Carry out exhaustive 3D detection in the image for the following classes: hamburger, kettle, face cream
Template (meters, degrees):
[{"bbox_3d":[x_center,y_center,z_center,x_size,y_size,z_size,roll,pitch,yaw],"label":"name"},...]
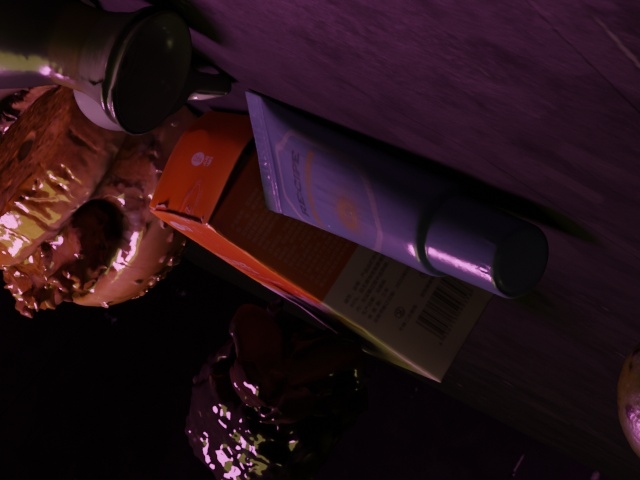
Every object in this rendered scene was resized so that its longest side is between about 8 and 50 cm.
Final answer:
[{"bbox_3d":[-0.300,-0.033,2.245,0.268,0.287,0.445,27,163,-20],"label":"hamburger"},{"bbox_3d":[-0.179,-0.156,1.802,0.127,0.098,0.148,39,168,-17],"label":"kettle"},{"bbox_3d":[0.055,-0.036,1.657,0.385,0.086,0.136,25,134,47],"label":"face cream"}]

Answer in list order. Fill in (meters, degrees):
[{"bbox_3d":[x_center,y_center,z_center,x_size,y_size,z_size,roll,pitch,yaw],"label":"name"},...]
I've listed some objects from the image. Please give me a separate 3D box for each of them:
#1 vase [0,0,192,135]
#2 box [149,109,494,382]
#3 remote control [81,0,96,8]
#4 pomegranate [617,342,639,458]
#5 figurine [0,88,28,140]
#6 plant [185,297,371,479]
[{"bbox_3d":[-0.284,-0.202,1.660,0.321,0.173,0.173,19,170,23],"label":"vase"},{"bbox_3d":[0.000,0.000,1.975,0.341,0.143,0.225,35,172,-22],"label":"box"},{"bbox_3d":[-0.339,-0.284,1.826,0.250,0.034,0.103,31,174,2],"label":"remote control"},{"bbox_3d":[0.332,0.125,1.487,0.148,0.148,0.169,33,136,-19],"label":"pomegranate"},{"bbox_3d":[-0.439,-0.196,2.496,0.274,0.227,0.394,-8,157,33],"label":"figurine"},{"bbox_3d":[-0.050,0.171,1.999,0.178,0.204,0.234,46,138,30],"label":"plant"}]
